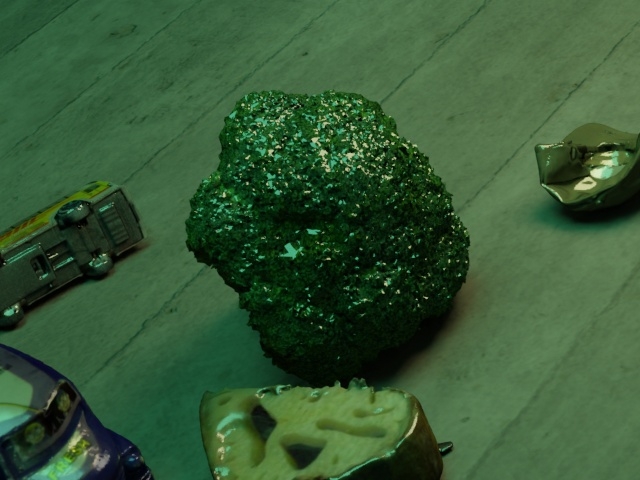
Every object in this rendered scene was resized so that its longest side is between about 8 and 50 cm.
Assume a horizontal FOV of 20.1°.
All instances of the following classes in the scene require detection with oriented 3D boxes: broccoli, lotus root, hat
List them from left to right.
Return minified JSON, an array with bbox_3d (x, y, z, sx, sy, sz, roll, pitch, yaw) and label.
[{"bbox_3d":[-0.016,0.203,1.673,0.261,0.074,0.170,-4,37,25],"label":"lotus root"},{"bbox_3d":[0.000,0.000,1.833,0.275,0.308,0.308,-38,10,48],"label":"broccoli"},{"bbox_3d":[0.332,-0.089,1.954,0.147,0.085,0.175,-11,7,34],"label":"hat"}]

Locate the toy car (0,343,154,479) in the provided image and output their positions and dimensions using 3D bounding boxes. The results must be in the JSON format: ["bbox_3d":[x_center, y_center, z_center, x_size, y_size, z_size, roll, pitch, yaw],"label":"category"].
[{"bbox_3d":[-0.284,0.202,1.718,0.235,0.158,0.172,21,47,29],"label":"toy car"}]

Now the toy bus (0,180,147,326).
[{"bbox_3d":[-0.342,0.022,2.125,0.268,0.092,0.106,-31,23,-17],"label":"toy bus"}]
